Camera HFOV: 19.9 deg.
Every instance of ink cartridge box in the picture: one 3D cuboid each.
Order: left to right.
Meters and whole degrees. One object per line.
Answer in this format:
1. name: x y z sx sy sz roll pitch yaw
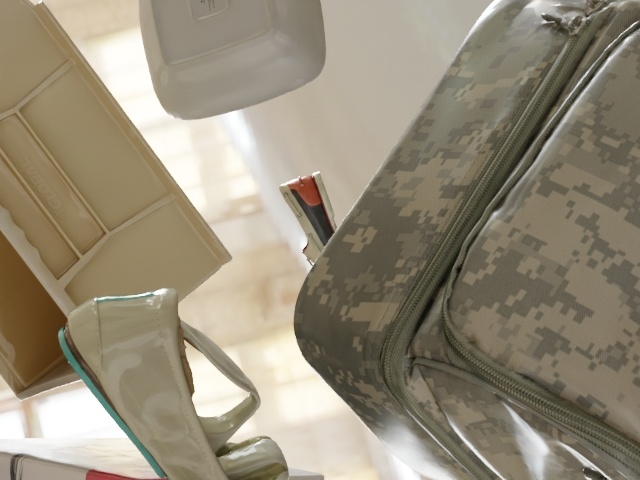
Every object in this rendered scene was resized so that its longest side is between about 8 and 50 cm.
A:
1. ink cartridge box: -0.140 0.203 1.316 0.237 0.172 0.100 2 88 48

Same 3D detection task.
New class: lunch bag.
1. lunch bag: 0.175 0.012 1.050 0.256 0.305 0.212 17 155 47

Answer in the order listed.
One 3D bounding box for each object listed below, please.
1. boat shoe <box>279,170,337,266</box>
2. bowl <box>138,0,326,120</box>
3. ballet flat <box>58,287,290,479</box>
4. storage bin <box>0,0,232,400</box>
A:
1. boat shoe: 0.000 0.000 1.769 0.049 0.043 0.137 -111 2 -70
2. bowl: -0.074 -0.171 1.375 0.053 0.142 0.142 40 -144 -64
3. ballet flat: -0.061 0.123 1.037 0.086 0.086 0.248 -106 -8 -55
4. storage bin: -0.221 -0.032 1.322 0.260 0.123 0.262 54 158 -6
